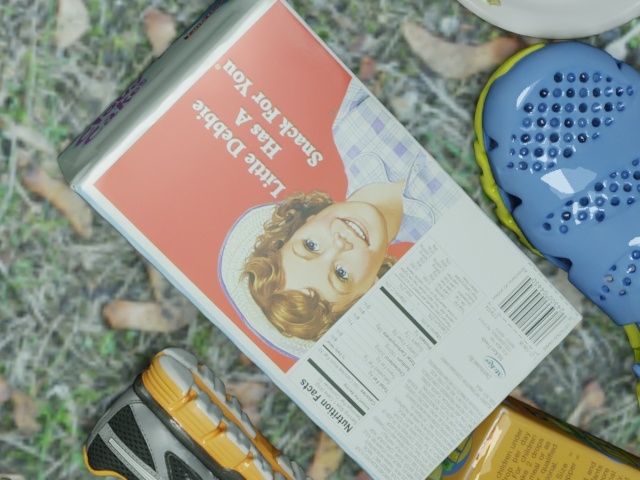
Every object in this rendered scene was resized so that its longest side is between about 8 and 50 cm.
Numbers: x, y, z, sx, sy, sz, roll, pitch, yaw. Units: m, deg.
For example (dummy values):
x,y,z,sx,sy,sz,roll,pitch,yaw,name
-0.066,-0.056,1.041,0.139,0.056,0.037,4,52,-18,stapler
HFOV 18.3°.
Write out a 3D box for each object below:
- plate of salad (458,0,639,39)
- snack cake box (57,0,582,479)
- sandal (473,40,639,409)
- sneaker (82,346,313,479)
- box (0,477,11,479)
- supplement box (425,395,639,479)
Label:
x,y,z,sx,sy,sz,roll,pitch,yaw,name
0.143,-0.213,1.123,0.199,0.048,0.200,-3,103,-15,plate of salad
0.000,0.000,1.106,0.152,0.089,0.264,-44,108,-1,snack cake box
0.206,0.019,1.143,0.126,0.138,0.317,-39,107,-3,sandal
-0.049,0.159,1.137,0.083,0.084,0.215,-37,105,9,sneaker
-0.214,0.256,1.019,0.117,0.243,0.214,5,101,-16,box
0.176,0.166,1.195,0.233,0.078,0.080,24,94,-19,supplement box
